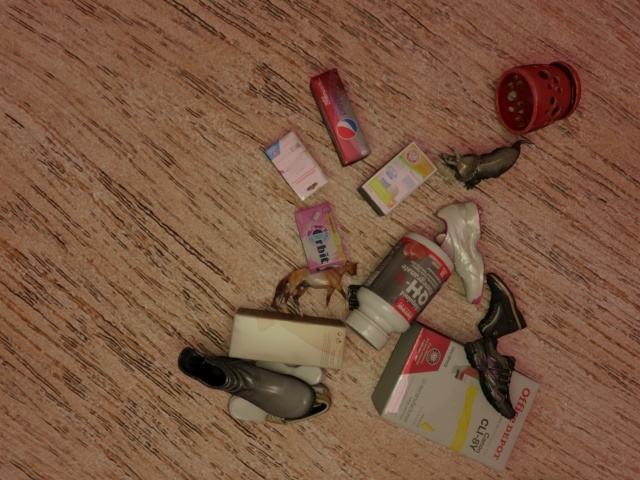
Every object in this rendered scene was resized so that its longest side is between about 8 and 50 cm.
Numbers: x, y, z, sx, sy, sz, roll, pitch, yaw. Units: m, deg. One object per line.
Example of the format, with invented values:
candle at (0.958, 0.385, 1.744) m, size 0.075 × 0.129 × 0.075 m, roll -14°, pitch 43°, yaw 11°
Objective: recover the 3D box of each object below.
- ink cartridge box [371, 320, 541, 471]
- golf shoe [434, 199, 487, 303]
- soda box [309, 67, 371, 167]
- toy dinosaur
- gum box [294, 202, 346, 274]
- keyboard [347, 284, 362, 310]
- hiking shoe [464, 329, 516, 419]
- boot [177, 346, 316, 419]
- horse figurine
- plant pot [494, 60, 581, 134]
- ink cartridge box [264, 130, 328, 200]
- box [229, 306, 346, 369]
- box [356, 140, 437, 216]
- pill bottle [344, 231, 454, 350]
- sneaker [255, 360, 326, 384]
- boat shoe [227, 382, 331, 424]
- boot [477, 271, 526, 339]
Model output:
ink cartridge box at (0.385, 0.438, 1.342) m, size 0.384 × 0.160 × 0.279 m, roll 26°, pitch 87°, yaw -4°
golf shoe at (0.413, 0.037, 1.379) m, size 0.140 × 0.115 × 0.306 m, roll -4°, pitch 84°, yaw 6°
soda box at (0.055, -0.352, 1.348) m, size 0.083 × 0.092 × 0.263 m, roll -24°, pitch 92°, yaw -3°
toy dinosaur at (0.494, -0.220, 1.348) m, size 0.313 × 0.160 × 0.121 m, roll -10°, pitch 91°, yaw -3°
gum box at (0.000, 0.000, 1.329) m, size 0.107 × 0.062 × 0.188 m, roll -15°, pitch 69°, yaw -4°
keyboard at (0.168, 0.194, 1.395) m, size 0.180 × 0.023 × 0.108 m, roll 6°, pitch 90°, yaw -3°
hiking shoe at (0.479, 0.358, 1.228) m, size 0.114 × 0.086 × 0.227 m, roll -25°, pitch 88°, yaw -3°
boot at (-0.196, 0.377, 1.207) m, size 0.338 × 0.223 × 0.118 m, roll 9°, pitch 73°, yaw 23°
horse figurine at (-0.018, 0.135, 1.339) m, size 0.263 × 0.066 × 0.174 m, roll -4°, pitch 56°, yaw 6°
plant pot at (0.634, -0.416, 1.345) m, size 0.174 × 0.191 × 0.191 m, roll -13°, pitch 91°, yaw -9°
ink cartridge box at (-0.068, -0.213, 1.354) m, size 0.104 × 0.061 × 0.181 m, roll -36°, pitch 92°, yaw -3°
box at (-0.093, 0.275, 1.315) m, size 0.311 × 0.148 × 0.121 m, roll 8°, pitch 89°, yaw -6°
box at (0.221, -0.178, 1.356) m, size 0.203 × 0.103 × 0.114 m, roll -41°, pitch 93°, yaw -3°
pill bottle at (0.214, 0.146, 1.304) m, size 0.176 × 0.176 × 0.318 m, roll 41°, pitch 80°, yaw -3°
sneaker at (-0.086, 0.389, 1.352) m, size 0.212 × 0.094 × 0.080 m, roll 4°, pitch 72°, yaw 19°
boat shoe at (-0.119, 0.466, 1.333) m, size 0.302 × 0.103 × 0.113 m, roll -7°, pitch 91°, yaw -4°
boot at (0.517, 0.210, 1.398) m, size 0.137 × 0.077 × 0.198 m, roll -30°, pitch 91°, yaw 2°
